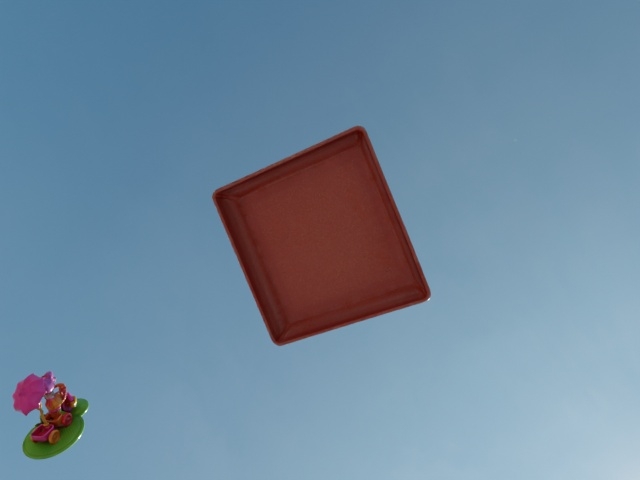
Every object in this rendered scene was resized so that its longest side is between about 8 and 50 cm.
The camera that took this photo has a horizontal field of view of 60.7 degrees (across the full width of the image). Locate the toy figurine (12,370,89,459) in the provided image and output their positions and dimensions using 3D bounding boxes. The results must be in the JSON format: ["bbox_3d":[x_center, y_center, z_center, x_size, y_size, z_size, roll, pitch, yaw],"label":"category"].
[{"bbox_3d":[-0.590,0.350,1.183,0.130,0.173,0.159,-1,-61,14],"label":"toy figurine"}]

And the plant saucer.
[{"bbox_3d":[0.000,0.000,0.803,0.259,0.048,0.258,-21,-86,21],"label":"plant saucer"}]
